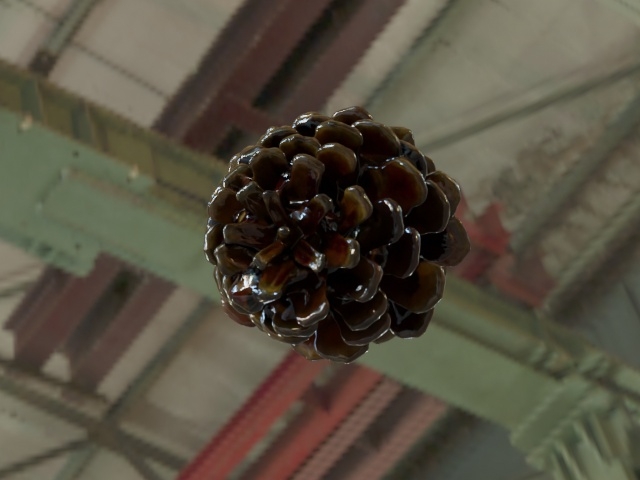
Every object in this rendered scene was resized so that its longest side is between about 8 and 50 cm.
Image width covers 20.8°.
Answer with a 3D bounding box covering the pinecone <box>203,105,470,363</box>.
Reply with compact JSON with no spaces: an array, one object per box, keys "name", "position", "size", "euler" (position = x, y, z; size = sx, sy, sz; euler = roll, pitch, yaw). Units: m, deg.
[{"name":"pinecone","position":[-0.002,-0.003,0.647],"size":[0.102,0.102,0.109],"euler":[-40,-24,18]}]
